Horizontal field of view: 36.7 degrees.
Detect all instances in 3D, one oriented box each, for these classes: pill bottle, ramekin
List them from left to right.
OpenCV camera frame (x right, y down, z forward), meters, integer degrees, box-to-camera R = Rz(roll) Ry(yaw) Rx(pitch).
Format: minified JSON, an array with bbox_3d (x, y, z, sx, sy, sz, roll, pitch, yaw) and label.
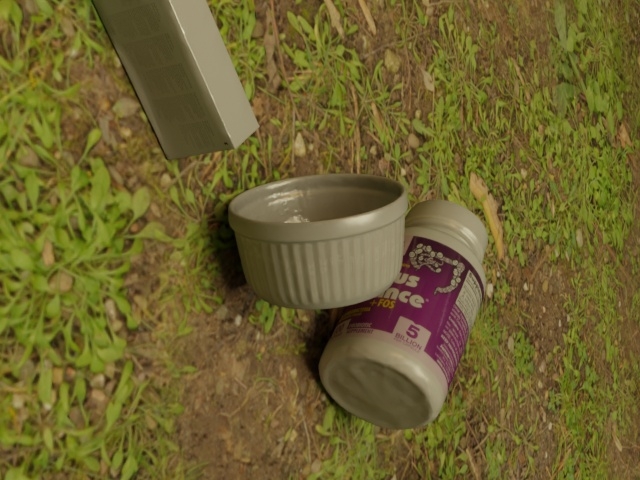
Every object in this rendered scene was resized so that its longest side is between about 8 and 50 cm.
[{"bbox_3d":[0.000,0.000,1.117,0.207,0.207,0.109,-29,119,-52],"label":"ramekin"},{"bbox_3d":[0.126,0.089,1.305,0.169,0.169,0.302,58,43,-33],"label":"pill bottle"}]

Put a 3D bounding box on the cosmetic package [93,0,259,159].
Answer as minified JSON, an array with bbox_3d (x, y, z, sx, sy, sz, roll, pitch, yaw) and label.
[{"bbox_3d":[-0.156,-0.206,1.001,0.060,0.098,0.239,-49,125,-45],"label":"cosmetic package"}]
